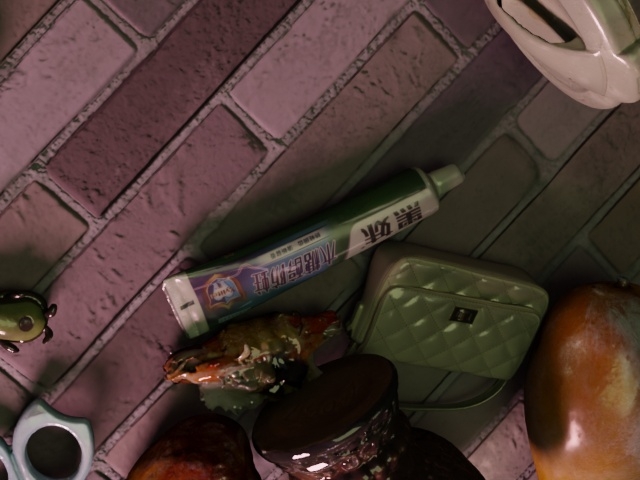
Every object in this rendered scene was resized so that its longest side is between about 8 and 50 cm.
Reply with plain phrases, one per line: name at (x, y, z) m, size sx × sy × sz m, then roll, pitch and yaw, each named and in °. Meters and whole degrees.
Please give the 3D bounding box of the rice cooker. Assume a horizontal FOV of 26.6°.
rice cooker at (0.331, -0.309, 1.538) m, size 0.277 × 0.288 × 0.288 m, roll -38°, pitch 116°, yaw -8°

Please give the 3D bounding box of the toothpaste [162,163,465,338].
toothpaste at (0.000, 0.000, 1.626) m, size 0.392 × 0.061 × 0.098 m, roll -27°, pitch 127°, yaw -9°

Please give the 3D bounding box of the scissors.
scissors at (-0.322, 0.360, 1.611) m, size 0.191 × 0.029 × 0.360 m, roll -19°, pitch 108°, yaw -4°

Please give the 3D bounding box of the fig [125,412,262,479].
fig at (-0.182, 0.322, 1.623) m, size 0.274 × 0.145 × 0.170 m, roll -30°, pitch 85°, yaw 22°

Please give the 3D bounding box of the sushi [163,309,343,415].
sushi at (-0.073, 0.142, 1.616) m, size 0.226 × 0.097 × 0.103 m, roll -21°, pitch 97°, yaw -13°

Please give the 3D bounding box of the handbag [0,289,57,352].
handbag at (-0.358, 0.089, 1.526) m, size 0.111 × 0.047 × 0.072 m, roll 3°, pitch 104°, yaw -24°

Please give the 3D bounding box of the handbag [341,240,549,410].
handbag at (0.152, 0.124, 1.718) m, size 0.256 × 0.079 × 0.219 m, roll 11°, pitch 107°, yaw -22°

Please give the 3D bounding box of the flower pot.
flower pot at (0.060, 0.295, 1.635) m, size 0.267 × 0.266 × 0.267 m, roll -31°, pitch 111°, yaw -10°

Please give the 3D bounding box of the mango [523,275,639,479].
mango at (0.365, 0.229, 1.765) m, size 0.221 × 0.199 × 0.383 m, roll -16°, pitch 121°, yaw -44°
